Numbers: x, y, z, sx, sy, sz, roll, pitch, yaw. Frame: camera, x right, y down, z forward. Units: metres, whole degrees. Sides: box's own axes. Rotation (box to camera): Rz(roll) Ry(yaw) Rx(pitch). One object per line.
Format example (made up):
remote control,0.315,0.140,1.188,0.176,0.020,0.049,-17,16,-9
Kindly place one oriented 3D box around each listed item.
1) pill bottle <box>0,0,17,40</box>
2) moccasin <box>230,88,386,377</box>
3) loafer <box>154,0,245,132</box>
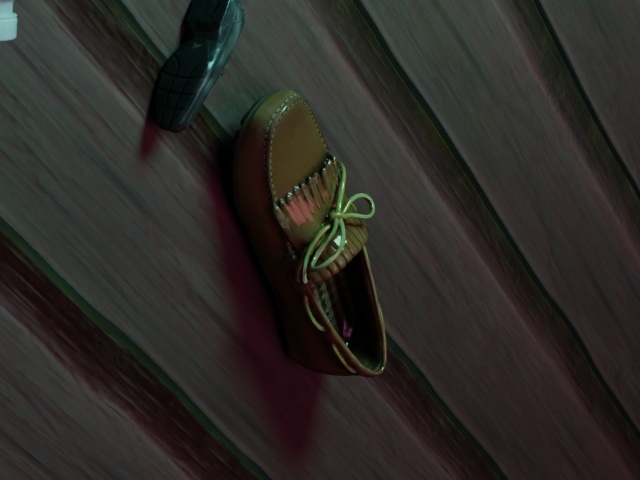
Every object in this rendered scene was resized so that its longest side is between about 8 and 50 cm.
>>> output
pill bottle,-0.302,-0.271,1.487,0.103,0.103,0.184,-12,111,-49
moccasin,-0.002,0.002,1.916,0.139,0.147,0.380,-37,129,-39
loafer,-0.120,-0.185,1.780,0.061,0.062,0.170,40,72,-55
